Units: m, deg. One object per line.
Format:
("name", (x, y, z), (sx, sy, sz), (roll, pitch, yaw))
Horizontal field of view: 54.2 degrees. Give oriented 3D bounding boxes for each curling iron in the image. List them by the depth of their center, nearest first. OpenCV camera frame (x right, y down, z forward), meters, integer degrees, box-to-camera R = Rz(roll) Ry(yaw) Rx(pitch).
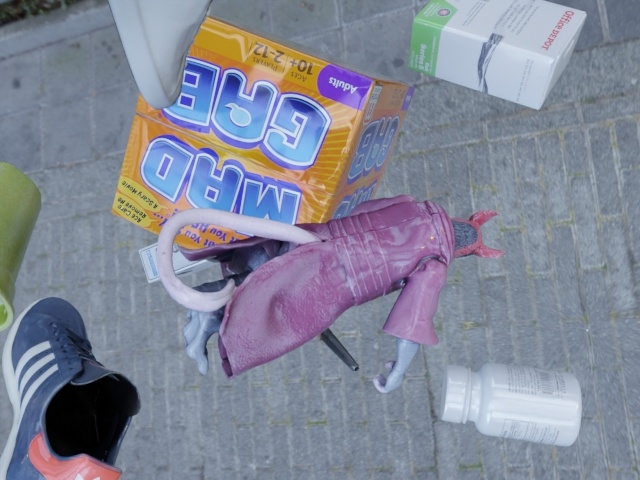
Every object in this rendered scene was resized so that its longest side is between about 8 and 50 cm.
("curling iron", (0.000, 0.201, 1.401), (0.035, 0.068, 0.274), (-41, 50, -2))

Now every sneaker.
("sneaker", (-0.138, -0.223, 0.604), (0.123, 0.290, 0.106), (-18, 76, -12))
("sneaker", (-0.286, 0.172, 0.743), (0.148, 0.131, 0.350), (-40, 41, 11))

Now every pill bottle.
("pill bottle", (0.339, 0.291, 1.136), (0.229, 0.131, 0.131), (6, 85, 7))

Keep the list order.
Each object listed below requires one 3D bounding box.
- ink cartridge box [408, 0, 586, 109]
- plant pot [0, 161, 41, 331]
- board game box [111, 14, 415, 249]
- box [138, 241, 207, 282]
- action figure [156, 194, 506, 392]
("ink cartridge box", (0.335, -0.384, 1.201), (0.272, 0.115, 0.198), (25, 54, 20))
("plant pot", (-0.641, -0.009, 1.133), (0.275, 0.276, 0.254), (-8, 49, 22))
("board game box", (-0.085, -0.169, 1.117), (0.356, 0.356, 0.357), (24, 107, 12))
("box", (-0.277, 0.015, 1.544), (0.289, 0.169, 0.087), (-20, 85, 21))
("action figure", (0.028, 0.010, 0.697), (0.369, 0.276, 0.248), (-17, 49, -4))
